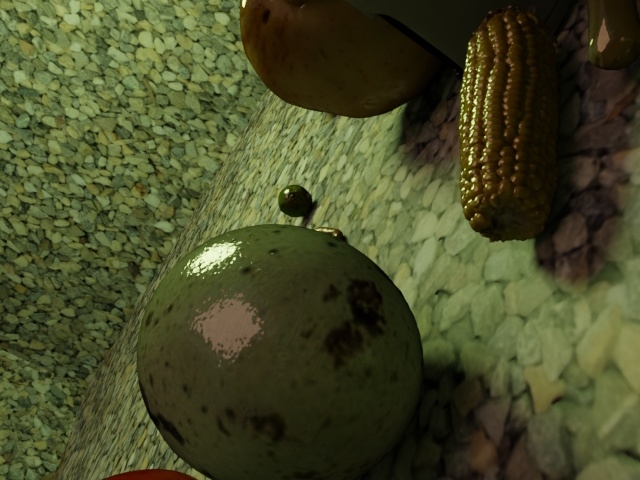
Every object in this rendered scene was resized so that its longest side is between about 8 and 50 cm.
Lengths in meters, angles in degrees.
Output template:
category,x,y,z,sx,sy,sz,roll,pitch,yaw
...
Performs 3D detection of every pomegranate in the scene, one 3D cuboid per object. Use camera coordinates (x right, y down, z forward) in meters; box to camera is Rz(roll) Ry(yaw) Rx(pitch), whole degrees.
category,x,y,z,sx,sy,sz,roll,pitch,yaw
pomegranate,0.036,-0.386,1.223,0.410,0.410,0.410,-53,18,25
pomegranate,-0.046,-0.079,1.583,0.073,0.084,0.073,-15,68,40

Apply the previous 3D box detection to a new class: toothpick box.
category,x,y,z,sx,sy,sz,roll,pitch,yaw
toothpick box,0.154,-0.363,0.980,0.229,0.316,0.229,-52,18,25

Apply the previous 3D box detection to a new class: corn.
category,x,y,z,sx,sy,sz,roll,pitch,yaw
corn,0.200,-0.137,0.815,0.115,0.115,0.318,-43,26,47

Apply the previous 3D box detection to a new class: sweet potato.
category,x,y,z,sx,sy,sz,roll,pitch,yaw
sweet potato,-0.004,-0.002,1.347,0.179,0.044,0.044,-27,37,63

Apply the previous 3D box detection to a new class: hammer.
category,x,y,z,sx,sy,sz,roll,pitch,yaw
hammer,0.296,-0.297,0.788,0.201,0.113,0.306,-16,56,30

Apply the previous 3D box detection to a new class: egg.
category,x,y,z,sx,sy,sz,roll,pitch,yaw
egg,-0.043,0.123,0.817,0.379,0.287,0.288,-6,55,55

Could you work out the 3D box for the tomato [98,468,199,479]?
category,x,y,z,sx,sy,sz,roll,pitch,yaw
tomato,-0.295,0.463,1.111,0.299,0.226,0.299,-49,22,27
